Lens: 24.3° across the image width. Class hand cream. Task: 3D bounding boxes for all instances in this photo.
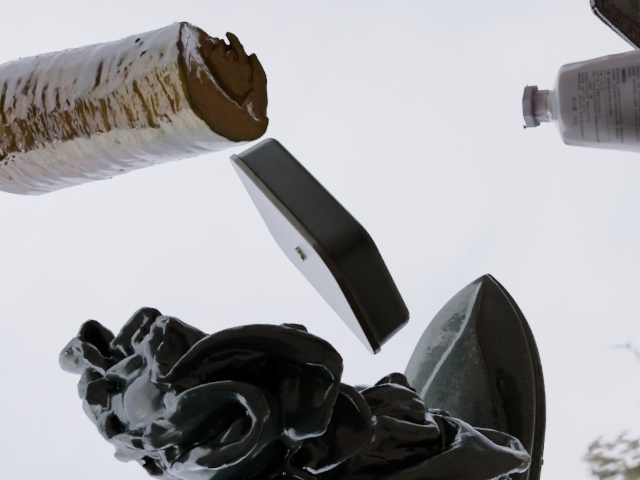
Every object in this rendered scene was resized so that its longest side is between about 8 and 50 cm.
[{"bbox_3d":[0.203,-0.091,0.980,0.053,0.142,0.084,-39,-56,-64],"label":"hand cream"}]

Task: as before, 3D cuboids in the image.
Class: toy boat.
[{"bbox_3d":[0.129,0.185,1.328,0.092,0.141,0.319,30,-113,-66],"label":"toy boat"}]

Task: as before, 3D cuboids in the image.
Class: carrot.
[{"bbox_3d":[-0.173,-0.100,1.148,0.114,0.302,0.114,12,-106,-48],"label":"carrot"}]

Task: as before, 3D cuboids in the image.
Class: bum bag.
[{"bbox_3d":[0.310,-0.216,1.426,0.159,0.026,0.109,35,-126,-30],"label":"bum bag"}]

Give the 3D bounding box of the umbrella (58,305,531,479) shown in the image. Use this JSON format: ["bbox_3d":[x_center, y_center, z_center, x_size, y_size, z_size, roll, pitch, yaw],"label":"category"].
[{"bbox_3d":[0.021,0.110,0.765,0.349,0.143,0.094,29,-96,-46],"label":"umbrella"}]

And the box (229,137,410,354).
[{"bbox_3d":[0.000,0.000,0.825,0.031,0.126,0.091,-35,-48,-7],"label":"box"}]
